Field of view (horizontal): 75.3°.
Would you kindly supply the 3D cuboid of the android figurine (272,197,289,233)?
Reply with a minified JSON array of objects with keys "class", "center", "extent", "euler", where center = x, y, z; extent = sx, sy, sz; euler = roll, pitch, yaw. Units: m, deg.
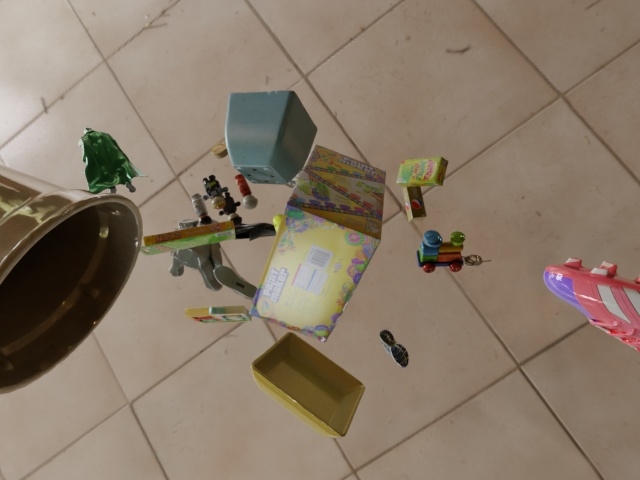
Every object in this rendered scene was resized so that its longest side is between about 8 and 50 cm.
[{"class":"android figurine","center":[-0.005,-0.035,1.193],"extent":[0.248,0.056,0.273],"euler":[-3,42,-21]}]

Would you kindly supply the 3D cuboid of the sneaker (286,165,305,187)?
[{"class":"sneaker","center":[-0.092,-0.303,1.932],"extent":[0.283,0.110,0.122],"euler":[30,82,45]}]

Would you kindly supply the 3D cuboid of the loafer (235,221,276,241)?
[{"class":"loafer","center":[-0.289,-0.031,1.762],"extent":[0.223,0.076,0.078],"euler":[1,57,-5]}]

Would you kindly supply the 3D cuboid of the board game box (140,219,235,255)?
[{"class":"board game box","center":[-0.372,-0.004,1.167],"extent":[0.259,0.124,0.039],"euler":[-14,81,-13]}]

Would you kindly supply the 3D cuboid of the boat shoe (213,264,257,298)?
[{"class":"boat shoe","center":[-0.307,0.160,1.510],"extent":[0.183,0.083,0.065],"euler":[34,72,1]}]

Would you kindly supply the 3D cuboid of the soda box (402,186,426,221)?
[{"class":"soda box","center":[0.381,-0.171,1.701],"extent":[0.061,0.058,0.181],"euler":[-7,76,-6]}]

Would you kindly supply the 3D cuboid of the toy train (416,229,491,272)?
[{"class":"toy train","center":[0.448,0.025,1.363],"extent":[0.248,0.143,0.105],"euler":[-2,51,4]}]

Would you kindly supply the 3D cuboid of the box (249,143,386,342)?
[{"class":"box","center":[0.000,0.000,0.886],"extent":[0.177,0.279,0.290],"euler":[21,125,-3]}]

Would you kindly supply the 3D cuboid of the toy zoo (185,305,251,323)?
[{"class":"toy zoo","center":[-0.351,0.259,1.449],"extent":[0.192,0.293,0.030],"euler":[-2,73,-3]}]

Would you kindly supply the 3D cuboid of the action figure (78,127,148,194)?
[{"class":"action figure","center":[-0.540,-0.205,1.038],"extent":[0.137,0.063,0.232],"euler":[-23,63,-29]}]

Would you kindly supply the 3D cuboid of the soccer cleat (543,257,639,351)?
[{"class":"soccer cleat","center":[0.340,0.088,0.414],"extent":[0.248,0.083,0.095],"euler":[16,100,-1]}]

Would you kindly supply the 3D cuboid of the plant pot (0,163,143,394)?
[{"class":"plant pot","center":[-0.514,0.010,0.640],"extent":[0.305,0.334,0.333],"euler":[28,90,2]}]

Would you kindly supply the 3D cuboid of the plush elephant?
[{"class":"plush elephant","center":[-0.527,0.015,1.874],"extent":[0.272,0.255,0.330],"euler":[13,127,18]}]

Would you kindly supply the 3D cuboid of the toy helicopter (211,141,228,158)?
[{"class":"toy helicopter","center":[-0.328,-0.467,1.871],"extent":[0.355,0.140,0.235],"euler":[-18,53,10]}]

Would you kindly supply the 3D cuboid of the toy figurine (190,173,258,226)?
[{"class":"toy figurine","center":[-0.368,-0.143,1.581],"extent":[0.213,0.210,0.148],"euler":[-36,73,40]}]

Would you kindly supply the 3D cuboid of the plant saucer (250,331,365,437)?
[{"class":"plant saucer","center":[-0.041,0.461,1.324],"extent":[0.333,0.333,0.081],"euler":[34,104,11]}]

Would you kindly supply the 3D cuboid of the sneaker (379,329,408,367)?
[{"class":"sneaker","center":[0.240,0.355,1.351],"extent":[0.052,0.058,0.135],"euler":[-24,58,-14]}]

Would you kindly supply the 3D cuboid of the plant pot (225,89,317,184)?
[{"class":"plant pot","center":[-0.181,-0.333,1.433],"extent":[0.248,0.247,0.252],"euler":[6,76,21]}]

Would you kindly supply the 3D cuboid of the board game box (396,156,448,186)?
[{"class":"board game box","center":[0.359,-0.242,1.480],"extent":[0.181,0.043,0.092],"euler":[9,82,54]}]
